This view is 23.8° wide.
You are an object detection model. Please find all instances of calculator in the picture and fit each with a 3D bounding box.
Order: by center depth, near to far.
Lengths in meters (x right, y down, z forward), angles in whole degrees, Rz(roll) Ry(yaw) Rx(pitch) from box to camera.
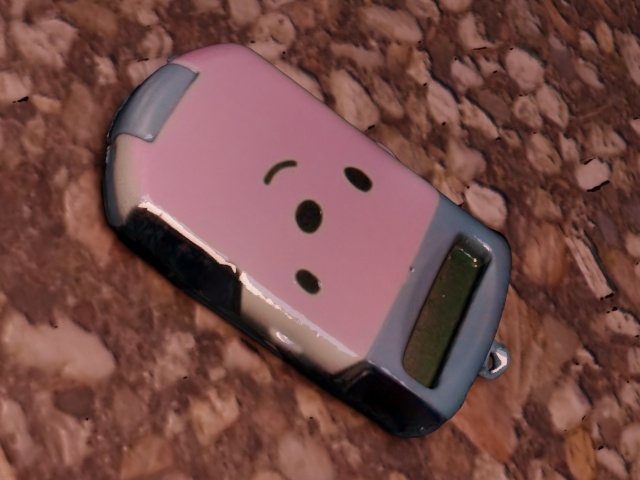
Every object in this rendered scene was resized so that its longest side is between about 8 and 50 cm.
[{"bbox_3d":[0.000,0.000,0.935,0.293,0.051,0.173,36,51,-11],"label":"calculator"}]
